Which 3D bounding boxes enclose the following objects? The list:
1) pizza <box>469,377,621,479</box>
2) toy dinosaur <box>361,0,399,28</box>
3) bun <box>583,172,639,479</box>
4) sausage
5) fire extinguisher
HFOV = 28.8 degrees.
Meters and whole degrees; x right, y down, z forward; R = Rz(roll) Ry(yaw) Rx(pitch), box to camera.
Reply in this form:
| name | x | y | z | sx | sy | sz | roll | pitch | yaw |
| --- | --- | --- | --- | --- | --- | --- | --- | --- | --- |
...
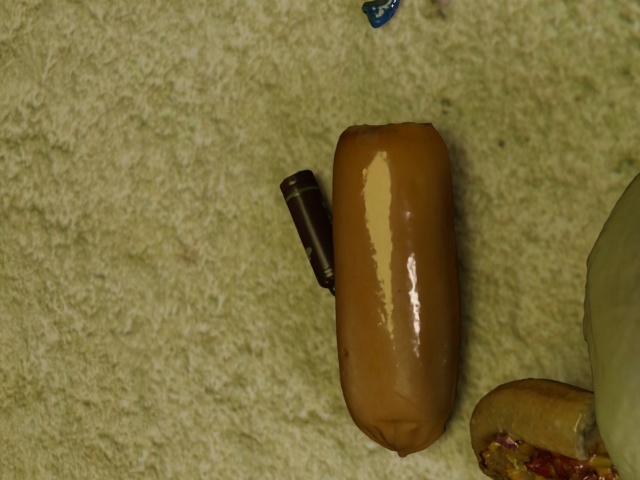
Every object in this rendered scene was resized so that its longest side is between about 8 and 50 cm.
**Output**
| name | x | y | z | sx | sy | sz | roll | pitch | yaw |
| --- | --- | --- | --- | --- | --- | --- | --- | --- | --- |
| pizza | 0.227 | 0.223 | 1.114 | 0.229 | 0.081 | 0.289 | 40 | 160 | 2 |
| toy dinosaur | 0.120 | -0.354 | 1.293 | 0.248 | 0.075 | 0.188 | -21 | 87 | 31 |
| bun | 0.364 | 0.089 | 0.985 | 0.213 | 0.361 | 0.361 | 120 | 135 | -74 |
| sausage | 0.078 | 0.056 | 1.289 | 0.134 | 0.116 | 0.354 | -3 | 93 | 17 |
| fire extinguisher | 0.000 | 0.000 | 1.389 | 0.158 | 0.043 | 0.064 | 68 | 155 | 16 |
